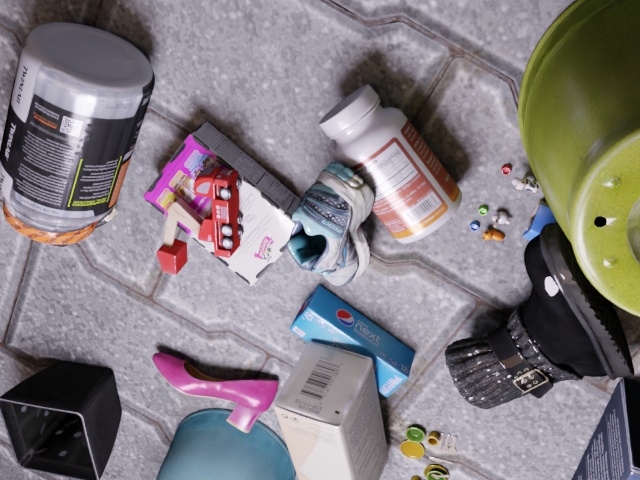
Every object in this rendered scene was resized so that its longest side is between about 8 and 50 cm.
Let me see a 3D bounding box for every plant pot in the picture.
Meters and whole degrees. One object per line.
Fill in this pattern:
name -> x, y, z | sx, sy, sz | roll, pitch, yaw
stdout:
plant pot -> -0.508, 0.352, 1.519 | 0.188, 0.167, 0.187 | 6, 120, 14
plant pot -> -0.214, 0.520, 1.471 | 0.272, 0.255, 0.271 | 8, 122, 13
plant pot -> 0.405, -0.093, 0.854 | 0.367, 0.353, 0.366 | 8, 122, 13

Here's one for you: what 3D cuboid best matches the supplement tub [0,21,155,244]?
supplement tub -> -0.390, -0.157, 1.165 | 0.194, 0.193, 0.316 | 29, 123, 0

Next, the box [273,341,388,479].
box -> 0.028, 0.335, 1.300 | 0.121, 0.148, 0.311 | 13, 137, 23

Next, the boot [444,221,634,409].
boot -> 0.297, 0.131, 1.113 | 0.260, 0.131, 0.348 | -16, 131, 25

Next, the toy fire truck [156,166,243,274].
toy fire truck -> -0.193, -0.030, 1.178 | 0.135, 0.047, 0.192 | 10, 121, 14

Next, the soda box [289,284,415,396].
soda box -> 0.057, 0.174, 1.290 | 0.210, 0.071, 0.067 | 36, 125, -5

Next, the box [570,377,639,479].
box -> 0.573, 0.466, 1.215 | 0.294, 0.212, 0.395 | 14, 123, 9

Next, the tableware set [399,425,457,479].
tableware set -> 0.198, 0.417, 1.417 | 0.104, 0.024, 0.154 | 12, 123, 11

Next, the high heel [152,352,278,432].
high heel -> -0.202, 0.257, 1.435 | 0.244, 0.082, 0.117 | 33, 96, 12

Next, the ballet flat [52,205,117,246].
ballet flat -> -0.428, -0.033, 1.346 | 0.173, 0.057, 0.049 | -20, 152, 27

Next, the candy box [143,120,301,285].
candy box -> -0.148, -0.058, 1.219 | 0.233, 0.071, 0.159 | 41, 123, -7

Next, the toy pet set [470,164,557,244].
toy pet set -> 0.292, -0.029, 1.099 | 0.114, 0.065, 0.122 | 23, 124, 4

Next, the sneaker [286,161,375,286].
sneaker -> 0.000, 0.000, 1.125 | 0.110, 0.122, 0.283 | 38, 158, 22

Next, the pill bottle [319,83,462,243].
pill bottle -> 0.098, -0.112, 1.080 | 0.121, 0.121, 0.216 | -31, 106, 30
